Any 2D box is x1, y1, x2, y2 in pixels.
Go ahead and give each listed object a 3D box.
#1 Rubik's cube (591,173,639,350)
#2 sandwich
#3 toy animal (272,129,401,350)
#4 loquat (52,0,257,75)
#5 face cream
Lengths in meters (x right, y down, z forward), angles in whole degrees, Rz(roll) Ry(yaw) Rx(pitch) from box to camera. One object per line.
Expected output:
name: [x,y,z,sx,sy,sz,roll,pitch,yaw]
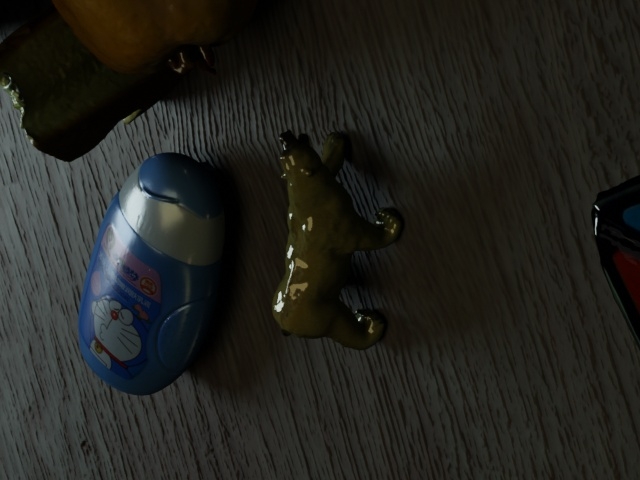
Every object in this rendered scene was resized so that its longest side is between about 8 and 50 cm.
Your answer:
Rubik's cube: [0.359,0.019,1.181,0.248,0.250,0.246,-27,87,50]
sandwich: [-0.226,-0.151,1.712,0.122,0.235,0.128,49,135,1]
toy animal: [0.000,0.000,1.644,0.103,0.101,0.219,34,128,33]
loquat: [-0.146,-0.244,1.622,0.187,0.176,0.234,-23,103,14]
face cream: [-0.158,0.028,1.830,0.149,0.083,0.264,40,131,22]
